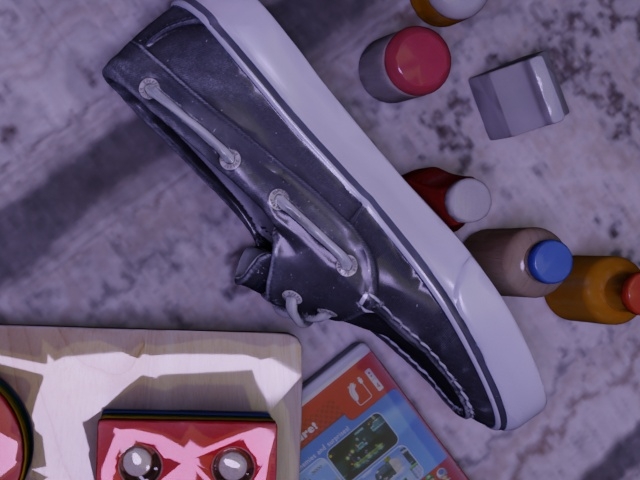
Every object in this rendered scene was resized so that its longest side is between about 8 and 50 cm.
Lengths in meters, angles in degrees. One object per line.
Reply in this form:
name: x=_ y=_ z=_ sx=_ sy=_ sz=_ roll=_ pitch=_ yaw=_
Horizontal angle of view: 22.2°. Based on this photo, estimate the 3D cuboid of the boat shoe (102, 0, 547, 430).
boat shoe: x=0.000 y=0.000 z=0.888 sx=0.102 sy=0.108 sz=0.301 roll=-40 pitch=97 yaw=-13

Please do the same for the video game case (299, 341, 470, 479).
video game case: x=0.030 y=0.231 z=0.924 sx=0.204 sy=0.025 sz=0.285 roll=-38 pitch=95 yaw=-12

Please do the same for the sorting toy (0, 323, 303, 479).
sorting toy: x=-0.138 y=0.174 z=0.834 sx=0.255 sy=0.089 sz=0.257 roll=2 pitch=89 yaw=-6

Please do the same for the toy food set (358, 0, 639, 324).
toy food set: x=0.102 y=-0.050 z=0.916 sx=0.111 sy=0.104 sz=0.232 roll=-22 pitch=96 yaw=-15
